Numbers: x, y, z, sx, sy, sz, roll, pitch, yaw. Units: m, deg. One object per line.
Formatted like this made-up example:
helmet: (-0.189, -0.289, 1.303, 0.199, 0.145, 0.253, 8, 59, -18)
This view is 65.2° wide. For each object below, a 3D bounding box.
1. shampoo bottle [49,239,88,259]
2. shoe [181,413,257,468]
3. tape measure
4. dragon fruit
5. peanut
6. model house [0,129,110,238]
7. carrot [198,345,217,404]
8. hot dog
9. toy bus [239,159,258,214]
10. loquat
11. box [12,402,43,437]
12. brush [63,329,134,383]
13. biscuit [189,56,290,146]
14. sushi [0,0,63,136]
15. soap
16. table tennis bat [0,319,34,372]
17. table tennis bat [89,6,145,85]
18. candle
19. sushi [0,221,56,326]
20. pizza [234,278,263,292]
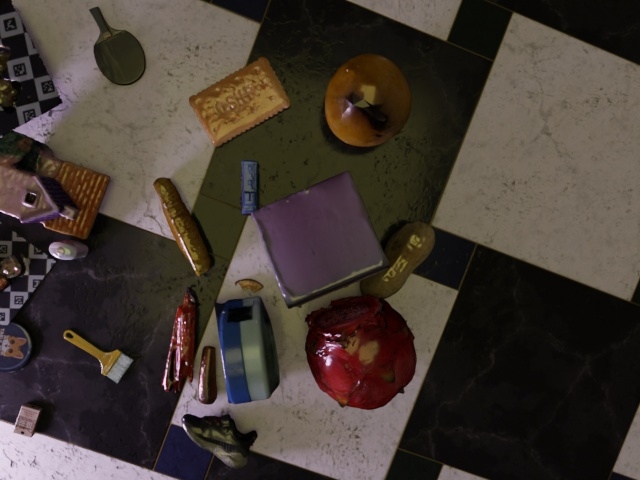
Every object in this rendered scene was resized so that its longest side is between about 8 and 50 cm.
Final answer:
shampoo bottle: (-0.680, 0.025, 1.348, 0.072, 0.099, 0.043, 17, 92, -4)
shoe: (-0.279, 0.539, 1.410, 0.227, 0.099, 0.112, 40, 84, -8)
tape measure: (-0.195, 0.290, 1.323, 0.138, 0.262, 0.259, -9, 95, -13)
dragon fruit: (0.103, 0.290, 1.320, 0.296, 0.295, 0.301, -20, 128, -2)
peanut: (0.205, 0.058, 1.391, 0.111, 0.125, 0.274, 37, 98, -26)
model house: (-0.690, -0.136, 1.277, 0.237, 0.237, 0.202, 23, 85, -9)
carrot: (-0.318, 0.381, 1.415, 0.055, 0.055, 0.161, 1, 91, -3)
hot dog: (-0.376, -0.040, 1.376, 0.068, 0.083, 0.288, -24, 95, -21)
toy bus: (-0.197, -0.146, 1.385, 0.051, 0.061, 0.153, 1, 92, -9)
loquat: (0.124, -0.360, 1.307, 0.235, 0.235, 0.235, 0, 93, -3)
box: (-0.822, 0.505, 1.408, 0.053, 0.024, 0.083, 19, 91, -4)
brush: (-0.636, 0.315, 1.414, 0.205, 0.011, 0.083, 34, 92, -4)
biscuit: (-0.222, -0.383, 1.383, 0.250, 0.030, 0.160, -29, 95, -1)
sushi: (-0.880, -0.412, 1.336, 0.339, 0.069, 0.320, -30, 86, -1)
soap: (0.000, 0.000, 1.331, 0.296, 0.107, 0.285, -22, 76, 6)
table tennis bat: (-0.917, 0.286, 1.391, 0.236, 0.027, 0.150, 12, 92, -6)
table tennis bat: (-0.562, -0.530, 1.362, 0.130, 0.019, 0.220, -27, 96, -2)
candle: (-0.388, 0.279, 1.402, 0.084, 0.059, 0.301, 6, 93, -13)
sushi: (-0.887, 0.085, 1.358, 0.220, 0.047, 0.231, 36, 87, -4)
pizza: (-0.203, 0.127, 1.424, 0.083, 0.016, 0.037, 9, 92, -7)
